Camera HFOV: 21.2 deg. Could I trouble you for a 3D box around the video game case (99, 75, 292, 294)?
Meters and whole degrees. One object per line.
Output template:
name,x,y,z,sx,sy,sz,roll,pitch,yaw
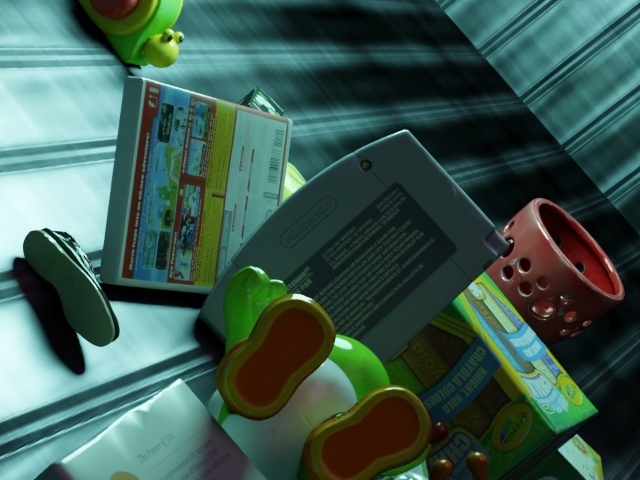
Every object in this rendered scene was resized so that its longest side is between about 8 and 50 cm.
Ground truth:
video game case,-0.123,-0.047,1.770,0.285,0.025,0.204,10,87,-60

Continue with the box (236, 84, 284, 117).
box,-0.088,-0.150,2.169,0.052,0.062,0.083,45,19,-11

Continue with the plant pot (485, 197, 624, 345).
plant pot,0.305,0.063,2.415,0.191,0.174,0.191,41,20,-19

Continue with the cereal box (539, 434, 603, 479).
cereal box,0.267,0.252,2.172,0.240,0.047,0.173,43,20,-11

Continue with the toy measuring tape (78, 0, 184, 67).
toy measuring tape,-0.261,-0.350,2.116,0.330,0.121,0.121,55,21,20

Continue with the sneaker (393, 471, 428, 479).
sneaker,0.013,0.293,1.345,0.126,0.240,0.091,15,3,-30

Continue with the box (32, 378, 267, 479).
box,-0.082,0.299,1.196,0.345,0.168,0.215,50,20,3

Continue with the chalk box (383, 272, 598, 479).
chalk box,0.177,0.194,1.904,0.289,0.180,0.179,52,20,14

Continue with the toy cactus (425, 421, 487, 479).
toy cactus,0.110,0.303,1.696,0.180,0.112,0.219,-20,94,-44

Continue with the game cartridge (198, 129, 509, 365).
game cartridge,0.028,0.032,1.782,0.198,0.297,0.062,47,-13,5

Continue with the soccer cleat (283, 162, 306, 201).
soccer cleat,0.000,0.001,1.945,0.121,0.093,0.289,-2,32,-16

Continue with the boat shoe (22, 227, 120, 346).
boat shoe,-0.220,0.041,1.565,0.133,0.049,0.042,51,28,21

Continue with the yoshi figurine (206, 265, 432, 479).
yoshi figurine,-0.003,0.129,1.438,0.362,0.203,0.203,130,-38,-75

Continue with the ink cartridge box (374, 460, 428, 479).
ink cartridge box,0.046,0.242,1.650,0.062,0.109,0.209,38,23,-25
